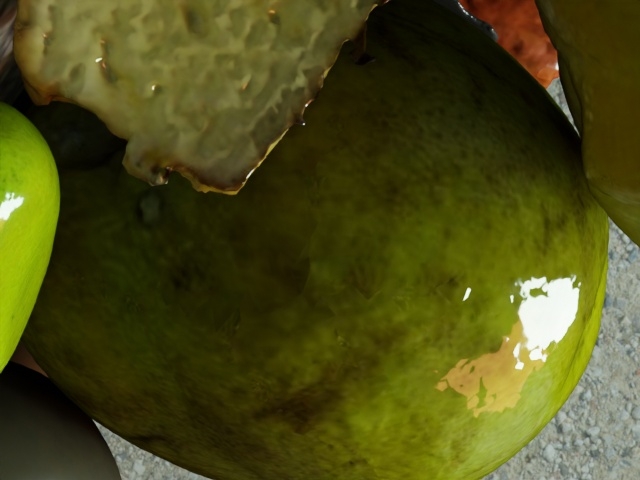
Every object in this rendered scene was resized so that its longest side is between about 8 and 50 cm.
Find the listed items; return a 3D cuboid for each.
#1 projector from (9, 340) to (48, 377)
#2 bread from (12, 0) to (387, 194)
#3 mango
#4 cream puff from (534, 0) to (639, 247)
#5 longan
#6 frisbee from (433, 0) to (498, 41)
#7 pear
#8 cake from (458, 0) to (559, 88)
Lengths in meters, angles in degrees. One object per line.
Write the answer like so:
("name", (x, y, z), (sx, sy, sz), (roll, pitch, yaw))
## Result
("projector", (-0.279, 0.145, 0.886), (0.337, 0.108, 0.108), (-53, -176, 29))
("bread", (-0.027, -0.128, 0.510), (0.229, 0.143, 0.139), (-53, -177, -5))
("mango", (-0.159, 0.007, 0.508), (0.163, 0.089, 0.117), (-53, -176, 32))
("cream puff", (0.284, -0.120, 0.539), (0.378, 0.378, 0.275), (-54, 173, 5))
("longan", (-0.216, 0.162, 0.712), (0.196, 0.196, 0.220), (-55, 154, -9))
("frisbee", (0.020, -0.198, 0.742), (0.012, 0.187, 0.211), (-63, 160, -11))
("pear", (0.000, 0.000, 0.735), (0.352, 0.352, 0.413), (-54, 142, 6))
("cake", (0.134, -0.288, 0.915), (0.270, 0.269, 0.319), (-52, -177, 36))
